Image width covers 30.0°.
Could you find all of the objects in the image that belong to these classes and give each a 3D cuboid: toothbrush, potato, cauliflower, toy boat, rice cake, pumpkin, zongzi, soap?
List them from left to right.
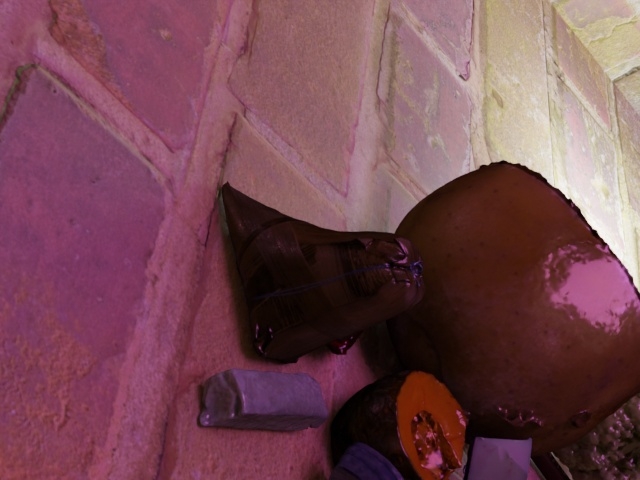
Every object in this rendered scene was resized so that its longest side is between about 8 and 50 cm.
[{"bbox_3d":[-0.069,0.203,1.520,0.206,0.063,0.069,17,51,-51],"label":"rice cake"},{"bbox_3d":[0.000,0.000,1.607,0.125,0.250,0.274,33,37,-63],"label":"zongzi"},{"bbox_3d":[0.086,0.399,1.540,0.078,0.127,0.283,-15,81,-53],"label":"toy boat"},{"bbox_3d":[0.132,0.323,1.660,0.190,0.139,0.281,-21,86,-59],"label":"pumpkin"},{"bbox_3d":[0.255,0.133,1.843,0.319,0.385,0.442,-28,80,-25],"label":"potato"},{"bbox_3d":[0.235,0.397,1.692,0.145,0.091,0.231,85,16,-64],"label":"soap"},{"bbox_3d":[0.466,0.485,2.134,0.364,0.041,0.041,53,32,-15],"label":"toothbrush"},{"bbox_3d":[0.536,0.301,2.139,0.281,0.260,0.327,10,86,-57],"label":"cauliflower"}]

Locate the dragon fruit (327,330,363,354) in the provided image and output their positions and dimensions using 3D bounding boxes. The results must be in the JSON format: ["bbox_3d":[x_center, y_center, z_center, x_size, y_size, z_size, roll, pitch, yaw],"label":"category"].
[{"bbox_3d":[0.016,0.094,1.735,0.127,0.120,0.161,89,24,-63],"label":"dragon fruit"}]
